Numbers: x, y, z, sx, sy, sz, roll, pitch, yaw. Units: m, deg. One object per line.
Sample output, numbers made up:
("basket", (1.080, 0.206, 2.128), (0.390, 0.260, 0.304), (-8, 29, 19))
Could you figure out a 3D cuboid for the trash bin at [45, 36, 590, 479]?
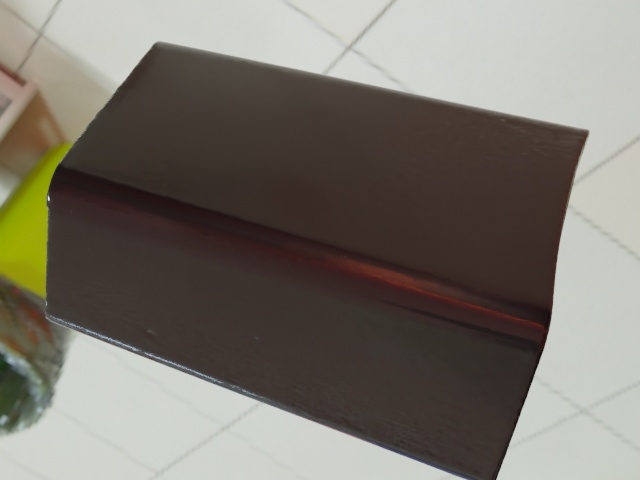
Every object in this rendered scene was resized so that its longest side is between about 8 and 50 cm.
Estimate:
("trash bin", (0.000, 0.000, 0.614), (0.225, 0.165, 0.115), (15, 130, 7))
